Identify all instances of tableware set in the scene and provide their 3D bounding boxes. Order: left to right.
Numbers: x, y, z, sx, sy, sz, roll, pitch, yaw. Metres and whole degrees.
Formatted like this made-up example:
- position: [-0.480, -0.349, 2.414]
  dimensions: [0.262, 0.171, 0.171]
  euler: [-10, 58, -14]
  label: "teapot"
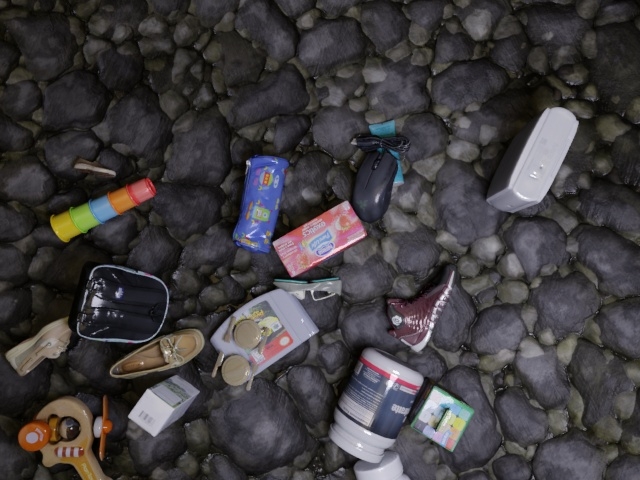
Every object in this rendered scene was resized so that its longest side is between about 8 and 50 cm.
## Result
- position: [-0.227, 0.330, 1.529]
  dimensions: [0.128, 0.039, 0.194]
  euler: [16, 80, 17]
  label: "tableware set"

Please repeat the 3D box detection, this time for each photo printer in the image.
- position: [0.570, -0.209, 1.440]
  dimensions: [0.107, 0.307, 0.256]
  euler: [26, 90, 6]
  label: "photo printer"

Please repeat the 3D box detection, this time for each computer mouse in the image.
- position: [0.154, -0.190, 1.556]
  dimensions: [0.189, 0.072, 0.272]
  euler: [12, 91, 32]
  label: "computer mouse"

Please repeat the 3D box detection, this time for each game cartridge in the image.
- position: [-0.178, 0.278, 1.574]
  dimensions: [0.294, 0.060, 0.196]
  euler: [-35, 80, 0]
  label: "game cartridge"

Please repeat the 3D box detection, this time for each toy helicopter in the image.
- position: [-0.706, 0.627, 1.557]
  dimensions: [0.235, 0.140, 0.355]
  euler: [-27, 95, -8]
  label: "toy helicopter"

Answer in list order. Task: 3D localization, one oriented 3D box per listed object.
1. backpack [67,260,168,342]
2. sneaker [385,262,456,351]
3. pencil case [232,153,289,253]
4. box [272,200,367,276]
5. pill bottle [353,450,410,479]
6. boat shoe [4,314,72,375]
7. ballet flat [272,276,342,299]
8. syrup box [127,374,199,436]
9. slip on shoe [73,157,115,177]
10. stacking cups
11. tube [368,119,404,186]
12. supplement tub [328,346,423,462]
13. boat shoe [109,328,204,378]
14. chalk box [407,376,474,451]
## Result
- position: [-0.587, 0.185, 1.523]
  dimensions: [0.254, 0.191, 0.225]
  euler: [16, 84, -35]
  label: "backpack"
- position: [0.283, 0.174, 1.530]
  dimensions: [0.163, 0.106, 0.281]
  euler: [24, 88, 8]
  label: "sneaker"
- position: [-0.185, -0.115, 1.568]
  dimensions: [0.133, 0.119, 0.306]
  euler: [13, 85, -25]
  label: "pencil case"
- position: [0.000, 0.000, 1.546]
  dimensions: [0.257, 0.128, 0.122]
  euler: [-29, 84, 0]
  label: "box"
- position: [0.197, 0.759, 1.458]
  dimensions: [0.161, 0.161, 0.283]
  euler: [-18, 85, 2]
  label: "pill bottle"
- position: [-0.815, 0.310, 1.583]
  dimensions: [0.302, 0.109, 0.098]
  euler: [-31, 90, 6]
  label: "boat shoe"
- position: [-0.037, 0.146, 1.546]
  dimensions: [0.213, 0.072, 0.068]
  euler: [0, 90, -15]
  label: "ballet flat"
- position: [-0.439, 0.464, 1.479]
  dimensions: [0.093, 0.237, 0.096]
  euler: [35, 87, 6]
  label: "syrup box"
- position: [-0.714, -0.232, 1.648]
  dimensions: [0.135, 0.051, 0.041]
  euler: [10, 74, 10]
  label: "slip on shoe"
- position: [-0.673, -0.109, 1.617]
  dimensions: [0.316, 0.096, 0.096]
  euler: [-28, 84, -2]
  label: "stacking cups"
- position: [0.209, -0.268, 1.598]
  dimensions: [0.080, 0.052, 0.207]
  euler: [-12, 80, 3]
  label: "tube"
- position: [0.154, 0.460, 1.469]
  dimensions: [0.191, 0.191, 0.272]
  euler: [26, 87, 5]
  label: "supplement tub"
- position: [-0.489, 0.351, 1.565]
  dimensions: [0.285, 0.089, 0.104]
  euler: [-25, 84, 1]
  label: "boat shoe"
- position: [0.333, 0.484, 1.445]
  dimensions: [0.132, 0.213, 0.132]
  euler: [31, 88, 5]
  label: "chalk box"
